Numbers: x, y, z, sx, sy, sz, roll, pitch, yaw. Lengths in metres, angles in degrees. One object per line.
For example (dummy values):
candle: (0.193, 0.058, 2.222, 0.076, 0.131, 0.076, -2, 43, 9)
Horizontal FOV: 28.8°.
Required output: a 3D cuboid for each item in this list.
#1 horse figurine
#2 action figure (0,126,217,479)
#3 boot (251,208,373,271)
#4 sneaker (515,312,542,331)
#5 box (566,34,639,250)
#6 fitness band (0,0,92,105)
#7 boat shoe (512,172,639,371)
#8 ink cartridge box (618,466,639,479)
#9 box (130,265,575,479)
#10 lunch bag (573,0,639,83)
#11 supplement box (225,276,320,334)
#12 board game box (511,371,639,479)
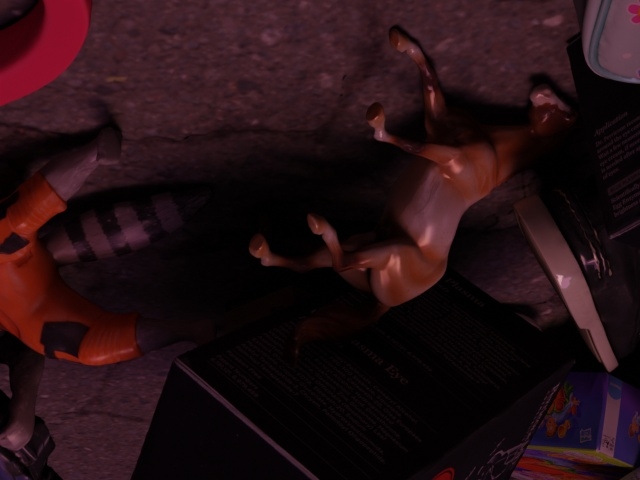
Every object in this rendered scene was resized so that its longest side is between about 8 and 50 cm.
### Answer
horse figurine: (0.060, -0.024, 0.885, 0.174, 0.066, 0.263, 26, 99, -44)
action figure: (-0.233, 0.072, 1.000, 0.330, 0.178, 0.341, -13, 125, 25)
boot: (0.000, 0.000, 1.030, 0.114, 0.037, 0.106, 0, 164, -2)
sneaker: (0.102, 0.146, 1.212, 0.240, 0.126, 0.091, -11, 150, 12)
box: (0.259, -0.066, 0.825, 0.156, 0.158, 0.093, 19, 143, -34)
fitness band: (-0.278, -0.138, 0.742, 0.291, 0.054, 0.209, -16, 151, 21)
boat shoe: (0.240, 0.016, 1.002, 0.113, 0.127, 0.340, -30, 154, 9)
ink cartridge box: (0.413, 0.234, 1.223, 0.311, 0.065, 0.186, -38, 137, 8)
box: (0.001, 0.219, 1.007, 0.312, 0.179, 0.343, -24, 144, -50)
lunch bag: (0.242, -0.196, 0.645, 0.224, 0.108, 0.279, 0, 150, -1)
supplement box: (-0.038, 0.091, 1.139, 0.083, 0.083, 0.056, -23, 146, 30)
board game box: (0.292, 0.222, 1.349, 0.233, 0.078, 0.347, -4, 158, 44)
